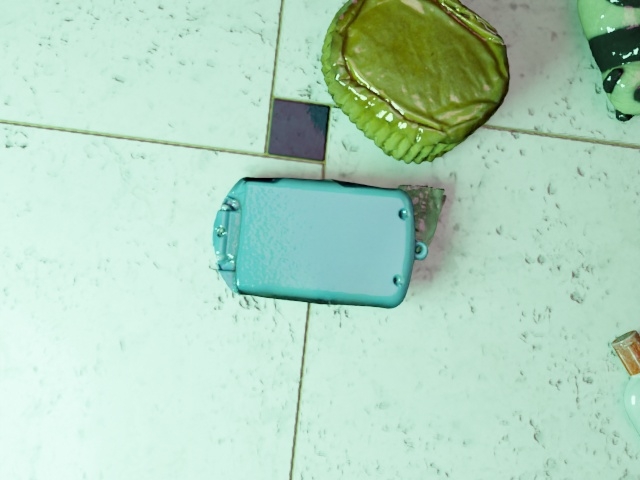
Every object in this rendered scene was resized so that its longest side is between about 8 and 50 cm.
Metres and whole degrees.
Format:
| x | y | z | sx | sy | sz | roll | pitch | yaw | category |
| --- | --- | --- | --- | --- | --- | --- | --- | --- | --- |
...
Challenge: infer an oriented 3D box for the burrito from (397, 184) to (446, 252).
| x | y | z | sx | sy | sz | roll | pitch | yaw | category |
| --- | --- | --- | --- | --- | --- | --- | --- | --- | --- |
| 0.132 | -0.021 | 1.563 | 0.074 | 0.044 | 0.118 | 15 | 78 | -10 | burrito |

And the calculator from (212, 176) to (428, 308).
| x | y | z | sx | sy | sz | roll | pitch | yaw | category |
| --- | --- | --- | --- | --- | --- | --- | --- | --- | --- |
| 0.000 | 0.000 | 1.518 | 0.293 | 0.051 | 0.173 | 5 | 84 | 2 | calculator |

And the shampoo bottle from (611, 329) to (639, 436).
| x | y | z | sx | sy | sz | roll | pitch | yaw | category |
| --- | --- | --- | --- | --- | --- | --- | --- | --- | --- |
| 0.482 | 0.231 | 1.576 | 0.108 | 0.051 | 0.221 | -30 | 88 | -9 | shampoo bottle |

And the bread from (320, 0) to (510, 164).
| x | y | z | sx | sy | sz | roll | pitch | yaw | category |
| --- | --- | --- | --- | --- | --- | --- | --- | --- | --- |
| 0.123 | -0.235 | 1.537 | 0.253 | 0.142 | 0.227 | 42 | 81 | 1 | bread |

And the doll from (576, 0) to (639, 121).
| x | y | z | sx | sy | sz | roll | pitch | yaw | category |
| --- | --- | --- | --- | --- | --- | --- | --- | --- | --- |
| 0.448 | -0.288 | 1.594 | 0.135 | 0.143 | 0.234 | -15 | 87 | 15 | doll |
